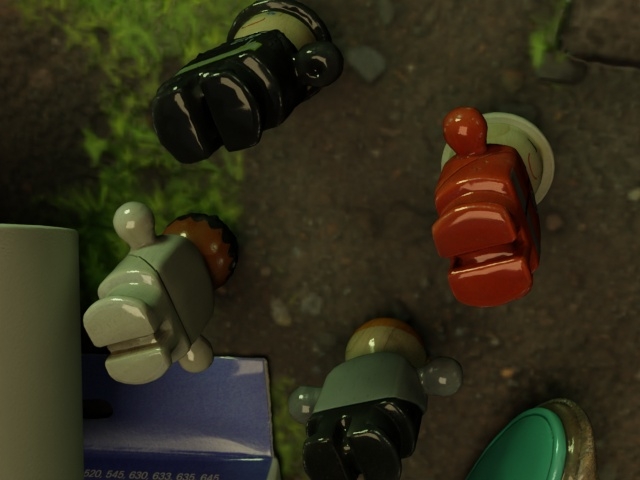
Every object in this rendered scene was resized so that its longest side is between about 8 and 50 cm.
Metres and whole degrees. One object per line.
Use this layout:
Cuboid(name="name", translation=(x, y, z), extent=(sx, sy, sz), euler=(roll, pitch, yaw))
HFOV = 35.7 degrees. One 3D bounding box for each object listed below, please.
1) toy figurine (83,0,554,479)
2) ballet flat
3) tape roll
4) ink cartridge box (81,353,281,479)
Cuboid(name="toy figurine", translation=(0.000, 0.000, 0.525), extent=(0.213, 0.148, 0.210), euler=(25, 118, 1))
Cuboid(name="ballet flat", translation=(0.111, 0.228, 0.607), extent=(0.106, 0.107, 0.316), euler=(18, 118, -15))
Cuboid(name="tape roll", translation=(-0.251, 0.078, 0.528), extent=(0.246, 0.246, 0.169), euler=(-2, 89, 14))
Cuboid(name="ink cartridge box", translation=(-0.171, 0.229, 0.678), extent=(0.303, 0.072, 0.307), euler=(-1, 110, 14))
